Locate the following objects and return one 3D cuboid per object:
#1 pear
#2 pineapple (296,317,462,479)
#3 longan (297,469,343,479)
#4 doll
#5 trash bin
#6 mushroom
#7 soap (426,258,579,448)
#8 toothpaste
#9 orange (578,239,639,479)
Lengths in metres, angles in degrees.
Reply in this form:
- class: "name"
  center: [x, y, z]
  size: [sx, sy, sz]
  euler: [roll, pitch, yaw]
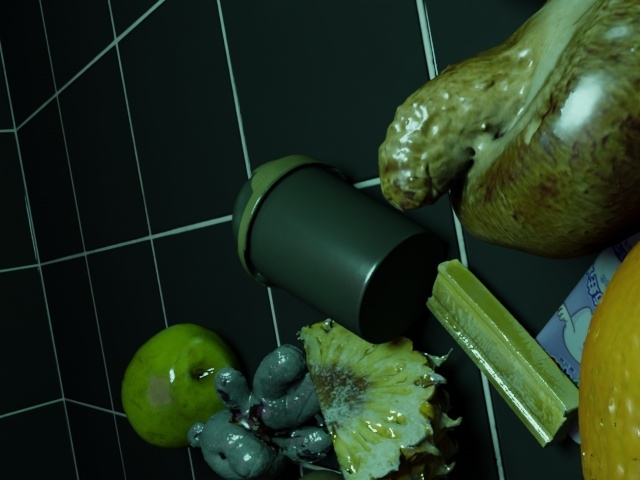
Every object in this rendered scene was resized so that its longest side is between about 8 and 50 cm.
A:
- class: "pear"
  center: [-0.295, 0.307, 1.445]
  size: [0.307, 0.252, 0.253]
  euler: [-27, 77, 52]
- class: "pineapple"
  center: [0.117, 0.287, 1.015]
  size: [0.344, 0.208, 0.286]
  euler: [-113, 4, -55]
- class: "longan"
  center: [0.009, 0.481, 1.163]
  size: [0.189, 0.189, 0.189]
  euler: [16, 111, 49]
- class: "doll"
  center: [-0.105, 0.335, 1.243]
  size: [0.245, 0.158, 0.340]
  euler: [37, 127, -7]
- class: "trash bin"
  center: [0.000, 0.000, 1.026]
  size: [0.333, 0.214, 0.214]
  euler: [34, 124, 37]
- class: "mushroom"
  center: [0.238, -0.128, 0.627]
  size: [0.345, 0.239, 0.345]
  euler: [-37, 31, 27]
- class: "soap"
  center: [0.227, 0.137, 0.878]
  size: [0.252, 0.037, 0.092]
  euler: [54, 151, 35]
- class: "toothpaste"
  center: [0.324, 0.076, 0.751]
  size: [0.125, 0.079, 0.371]
  euler: [50, 143, 33]
- class: "orange"
  center: [0.381, 0.125, 0.464]
  size: [0.423, 0.326, 0.424]
  euler: [6, 98, 47]
